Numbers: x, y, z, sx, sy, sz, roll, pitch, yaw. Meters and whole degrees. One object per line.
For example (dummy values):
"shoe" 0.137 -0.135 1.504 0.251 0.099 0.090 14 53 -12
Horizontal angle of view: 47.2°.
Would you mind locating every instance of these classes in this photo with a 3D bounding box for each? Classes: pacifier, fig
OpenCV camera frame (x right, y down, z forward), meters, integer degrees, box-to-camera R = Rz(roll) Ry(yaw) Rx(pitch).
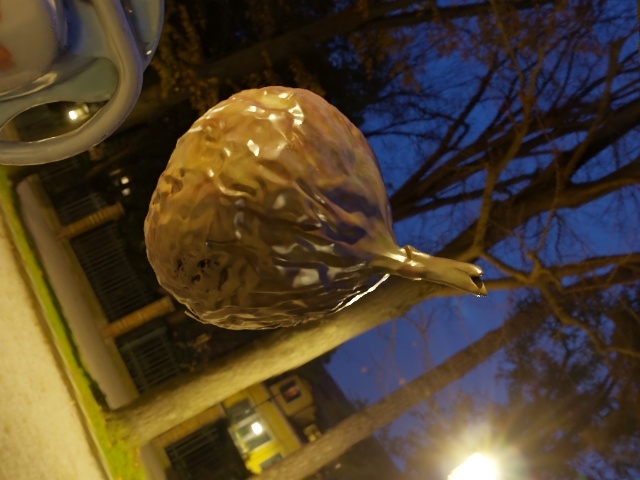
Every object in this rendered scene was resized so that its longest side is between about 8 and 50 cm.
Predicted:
"pacifier" -0.256 -0.190 0.600 0.207 0.279 0.227 -97 169 -55
"fig" 0.000 0.000 0.774 0.368 0.286 0.286 25 -36 35

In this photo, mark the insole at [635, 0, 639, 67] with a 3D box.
"insole" 0.219 -0.182 0.442 0.012 0.110 0.309 40 -24 50
